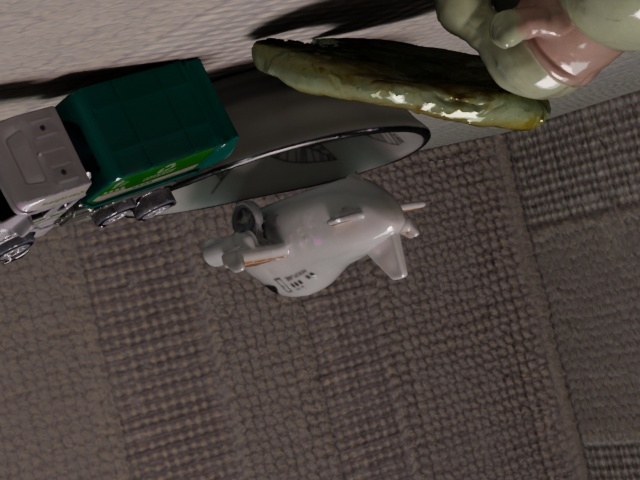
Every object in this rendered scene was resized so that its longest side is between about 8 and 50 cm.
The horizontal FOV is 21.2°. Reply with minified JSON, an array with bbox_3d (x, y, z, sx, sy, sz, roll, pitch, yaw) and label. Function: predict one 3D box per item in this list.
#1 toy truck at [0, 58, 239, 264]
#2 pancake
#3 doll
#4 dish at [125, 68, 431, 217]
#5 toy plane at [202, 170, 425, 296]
[{"bbox_3d":[-0.180,-0.072,1.386,0.253,0.114,0.124,-22,172,-45],"label":"toy truck"},{"bbox_3d":[0.068,-0.130,1.370,0.254,0.037,0.253,10,-166,-3],"label":"pancake"},{"bbox_3d":[0.215,-0.173,1.224,0.275,0.113,0.155,-13,177,42],"label":"doll"},{"bbox_3d":[-0.055,-0.107,1.644,0.316,0.106,0.316,-14,177,-1],"label":"dish"},{"bbox_3d":[0.000,0.000,1.746,0.245,0.117,0.244,-14,178,-1],"label":"toy plane"}]
